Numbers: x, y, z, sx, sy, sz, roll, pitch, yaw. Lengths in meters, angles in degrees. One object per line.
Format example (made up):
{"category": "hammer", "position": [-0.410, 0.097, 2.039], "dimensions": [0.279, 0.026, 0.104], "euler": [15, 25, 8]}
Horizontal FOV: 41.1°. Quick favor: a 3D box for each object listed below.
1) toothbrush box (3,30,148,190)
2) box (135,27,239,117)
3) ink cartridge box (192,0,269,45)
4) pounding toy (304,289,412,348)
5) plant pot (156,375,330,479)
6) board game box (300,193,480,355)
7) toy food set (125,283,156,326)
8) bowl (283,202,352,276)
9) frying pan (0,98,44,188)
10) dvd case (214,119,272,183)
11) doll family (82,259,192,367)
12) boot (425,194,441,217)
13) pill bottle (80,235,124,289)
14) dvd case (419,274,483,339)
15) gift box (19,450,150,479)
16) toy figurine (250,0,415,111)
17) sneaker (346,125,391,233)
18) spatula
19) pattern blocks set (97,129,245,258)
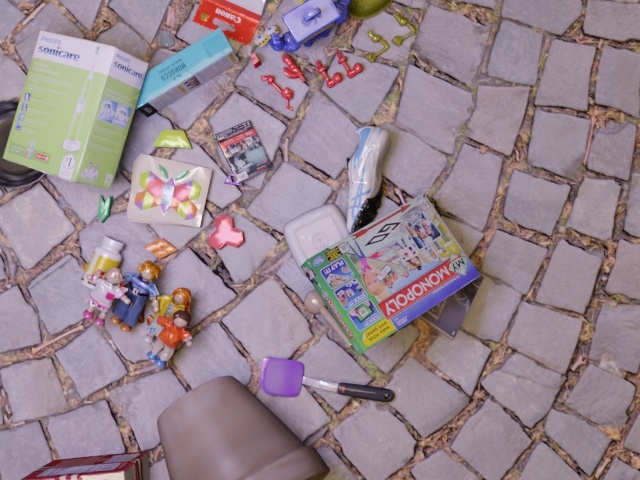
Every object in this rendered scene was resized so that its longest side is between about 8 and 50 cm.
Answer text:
{"category": "toothbrush box", "position": [-0.509, -0.269, 1.772], "dimensions": [0.206, 0.122, 0.283], "euler": [16, 92, 25]}
{"category": "box", "position": [-0.299, -0.362, 1.848], "dimensions": [0.244, 0.100, 0.060], "euler": [-31, 86, 1]}
{"category": "ink cartridge box", "position": [-0.188, -0.541, 1.874], "dimensions": [0.145, 0.045, 0.179], "euler": [24, 88, 3]}
{"category": "pounding toy", "position": [0.093, 0.156, 1.814], "dimensions": [0.237, 0.110, 0.183], "euler": [-21, 53, -32]}
{"category": "plant pot", "position": [-0.186, 0.443, 1.756], "dimensions": [0.323, 0.323, 0.280], "euler": [-34, 71, 2]}
{"category": "board game box", "position": [0.147, 0.063, 1.735], "dimensions": [0.317, 0.046, 0.213], "euler": [-30, 81, -26]}
{"category": "toy food set", "position": [-0.390, 0.148, 1.888], "dimensions": [0.078, 0.019, 0.122], "euler": [-36, 96, 2]}
{"category": "bowl", "position": [0.000, 0.000, 1.855], "dimensions": [0.142, 0.053, 0.142], "euler": [-25, 89, 0]}
{"category": "frying pan", "position": [-0.674, -0.276, 1.887], "dimensions": [0.197, 0.053, 0.326], "euler": [3, 88, 1]}
{"category": "dvd case", "position": [-0.169, -0.195, 1.873], "dimensions": [0.087, 0.013, 0.119], "euler": [-26, 87, -13]}
{"category": "doll family", "position": [-0.371, 0.133, 1.828], "dimensions": [0.263, 0.118, 0.163], "euler": [32, 111, 0]}
{"category": "boot", "position": [0.217, -0.030, 1.852], "dimensions": [0.099, 0.045, 0.121], "euler": [-20, 90, -4]}
{"category": "pill bottle", "position": [-0.474, 0.051, 1.868], "dimensions": [0.065, 0.065, 0.116], "euler": [24, 91, 3]}
{"category": "dvd case", "position": [0.222, 0.082, 1.791], "dimensions": [0.221, 0.018, 0.164], "euler": [34, 63, -5]}
{"category": "gift box", "position": [-0.459, 0.594, 1.769], "dimensions": [0.277, 0.255, 0.258], "euler": [-5, 87, 6]}
{"category": "toy figurine", "position": [0.021, -0.443, 1.777], "dimensions": [0.363, 0.217, 0.191], "euler": [-29, 88, 2]}
{"category": "sneaker", "position": [0.091, -0.130, 1.846], "dimensions": [0.086, 0.085, 0.237], "euler": [14, 93, 28]}
{"category": "spatula", "position": [0.015, 0.317, 1.861], "dimensions": [0.297, 0.030, 0.084], "euler": [10, 91, 2]}
{"category": "pattern blocks set", "position": [-0.334, -0.103, 1.883], "dimensions": [0.325, 0.026, 0.285], "euler": [-3, 89, 3]}
